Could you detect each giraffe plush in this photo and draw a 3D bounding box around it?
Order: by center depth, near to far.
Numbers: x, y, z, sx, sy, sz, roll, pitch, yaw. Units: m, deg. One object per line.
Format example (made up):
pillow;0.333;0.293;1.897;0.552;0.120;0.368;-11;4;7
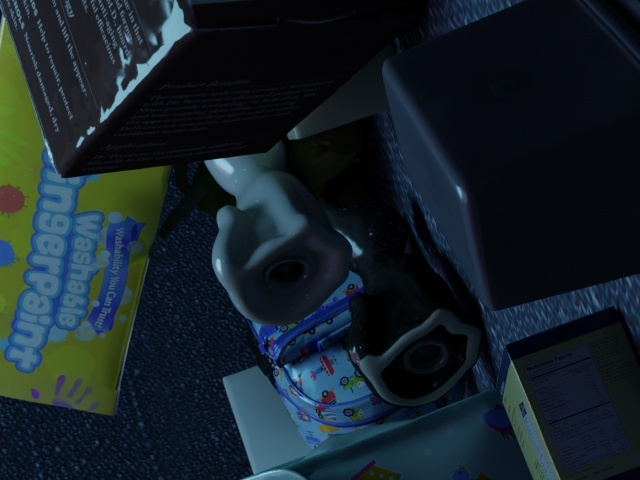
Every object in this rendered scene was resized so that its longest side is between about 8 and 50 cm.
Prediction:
giraffe plush;-0.019;-0.038;1.609;0.170;0.210;0.181;37;-159;-39

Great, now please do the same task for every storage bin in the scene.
storage bin;0.083;-0.031;0.645;0.135;0.091;0.098;-114;6;-56

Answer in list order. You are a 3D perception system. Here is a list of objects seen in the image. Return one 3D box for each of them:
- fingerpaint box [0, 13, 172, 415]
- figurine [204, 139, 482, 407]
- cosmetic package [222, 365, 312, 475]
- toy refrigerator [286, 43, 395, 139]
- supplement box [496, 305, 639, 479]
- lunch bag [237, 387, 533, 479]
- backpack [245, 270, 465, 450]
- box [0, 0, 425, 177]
fingerpaint box;-0.198;-0.140;1.542;0.371;0.163;0.444;-89;13;-54
figurine;0.000;0.000;1.311;0.215;0.092;0.209;33;-161;-30
cosmetic package;0.055;0.258;1.605;0.365;0.197;0.155;-111;3;-49
toy refrigerator;-0.028;-0.210;1.262;0.102;0.094;0.269;-146;37;-84
supplement box;0.126;0.088;0.845;0.083;0.056;0.083;83;167;-71
lunch bag;0.041;0.245;1.255;0.160;0.262;0.223;108;143;-83
backpack;0.029;0.091;1.447;0.173;0.158;0.117;-117;2;-47
box;-0.077;-0.160;1.096;0.203;0.168;0.167;-38;67;50
